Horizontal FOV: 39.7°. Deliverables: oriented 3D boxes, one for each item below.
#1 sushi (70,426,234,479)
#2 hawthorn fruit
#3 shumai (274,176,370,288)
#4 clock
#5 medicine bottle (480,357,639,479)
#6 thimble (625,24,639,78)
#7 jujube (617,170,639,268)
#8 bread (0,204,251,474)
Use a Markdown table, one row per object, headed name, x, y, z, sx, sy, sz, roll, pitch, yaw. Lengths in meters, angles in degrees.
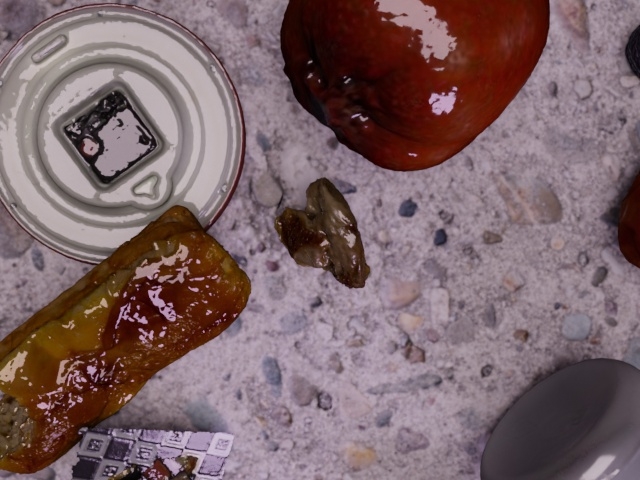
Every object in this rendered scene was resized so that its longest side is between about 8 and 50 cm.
| name | x | y | z | sx | sy | sz | roll | pitch | yaw |
| --- | --- | --- | --- | --- | --- | --- | --- | --- | --- |
| sushi | -0.220 | 0.289 | 1.110 | 0.200 | 0.031 | 0.139 | 10 | 107 | -28 |
| hawthorn fruit | 0.112 | -0.229 | 0.997 | 0.311 | 0.295 | 0.295 | -28 | 96 | 1 |
| shumai | 0.012 | 0.003 | 1.091 | 0.105 | 0.123 | 0.139 | -42 | 110 | 10 |
| clock | -0.249 | -0.125 | 1.074 | 0.318 | 0.080 | 0.319 | 0 | 94 | -5 |
| medicine bottle | 0.373 | 0.324 | 1.080 | 0.245 | 0.245 | 0.306 | -43 | 97 | -1 |
| thimble | 0.451 | -0.243 | 1.132 | 0.104 | 0.066 | 0.095 | 43 | 92 | -6 |
| jujube | 0.485 | -0.058 | 1.105 | 0.174 | 0.174 | 0.250 | 33 | 102 | -7 |
| bread | -0.260 | 0.125 | 1.042 | 0.380 | 0.185 | 0.109 | -39 | 56 | -1 |
